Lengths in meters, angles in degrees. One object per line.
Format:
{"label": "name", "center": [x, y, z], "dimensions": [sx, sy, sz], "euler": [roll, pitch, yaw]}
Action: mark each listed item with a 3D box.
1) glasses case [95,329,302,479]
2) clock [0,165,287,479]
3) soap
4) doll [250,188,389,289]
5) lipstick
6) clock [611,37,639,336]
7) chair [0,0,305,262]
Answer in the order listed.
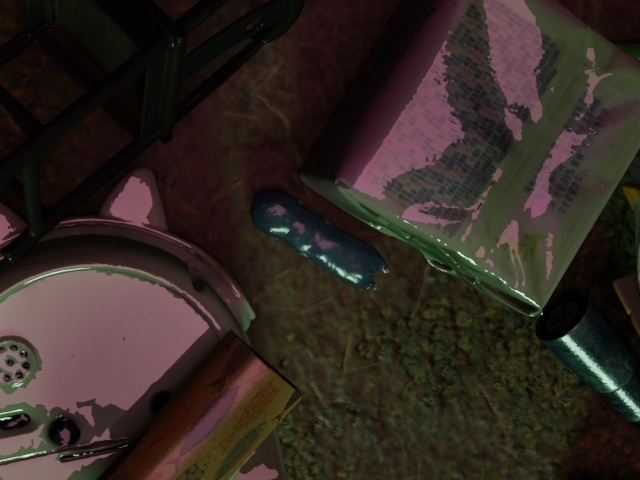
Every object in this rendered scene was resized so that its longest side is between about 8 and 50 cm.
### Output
{"label": "glasses case", "center": [-0.091, 0.146, 0.735], "dimensions": [0.064, 0.041, 0.170], "euler": [44, 85, -17]}
{"label": "clock", "center": [-0.165, 0.116, 0.789], "dimensions": [0.265, 0.108, 0.324], "euler": [-10, 101, -10]}
{"label": "soap", "center": [0.115, -0.079, 0.802], "dimensions": [0.182, 0.138, 0.199], "euler": [31, 91, -17]}
{"label": "doll", "center": [0.000, 0.000, 0.850], "dimensions": [0.125, 0.027, 0.037], "euler": [33, 92, -18]}
{"label": "lipstick", "center": [0.272, 0.140, 0.920], "dimensions": [0.053, 0.053, 0.234], "euler": [-45, 107, -2]}
{"label": "clock", "center": [0.322, 0.000, 0.812], "dimensions": [0.166, 0.235, 0.309], "euler": [-9, 102, -12]}
{"label": "chair", "center": [-0.145, -0.130, 0.712], "dimensions": [0.141, 0.154, 0.260], "euler": [44, 67, 6]}
